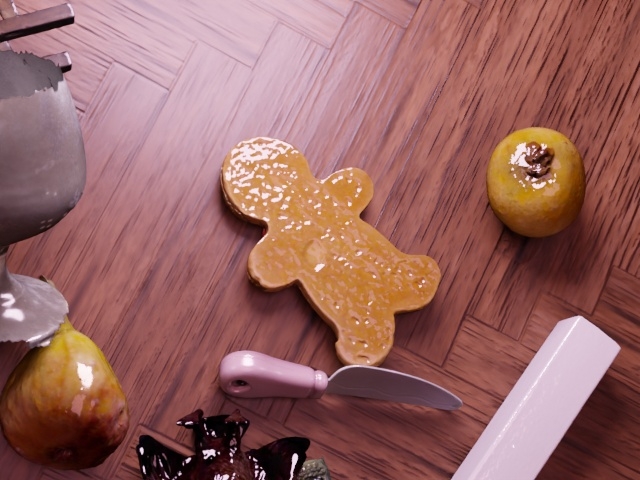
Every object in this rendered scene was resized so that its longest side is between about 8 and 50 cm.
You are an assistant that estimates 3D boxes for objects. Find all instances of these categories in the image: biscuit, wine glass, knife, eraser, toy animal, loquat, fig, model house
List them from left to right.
[{"bbox_3d":[-0.389,-0.051,1.583,0.238,0.238,0.322,0,114,-14],"label":"wine glass"},{"bbox_3d":[-0.323,0.156,1.694,0.159,0.159,0.257,-7,60,-15],"label":"fig"},{"bbox_3d":[-0.120,0.300,1.704,0.219,0.116,0.179,0,75,-8],"label":"toy animal"},{"bbox_3d":[-0.015,0.325,1.754,0.066,0.079,0.083,-15,85,-14],"label":"model house"},{"bbox_3d":[0.000,0.000,1.832,0.340,0.047,0.216,42,71,-1],"label":"biscuit"},{"bbox_3d":[0.033,0.183,1.793,0.336,0.081,0.043,6,50,-14],"label":"knife"},{"bbox_3d":[0.284,0.242,1.842,0.076,0.078,0.298,39,74,-5],"label":"eraser"},{"bbox_3d":[0.295,-0.080,1.867,0.137,0.163,0.163,17,75,21],"label":"loquat"}]

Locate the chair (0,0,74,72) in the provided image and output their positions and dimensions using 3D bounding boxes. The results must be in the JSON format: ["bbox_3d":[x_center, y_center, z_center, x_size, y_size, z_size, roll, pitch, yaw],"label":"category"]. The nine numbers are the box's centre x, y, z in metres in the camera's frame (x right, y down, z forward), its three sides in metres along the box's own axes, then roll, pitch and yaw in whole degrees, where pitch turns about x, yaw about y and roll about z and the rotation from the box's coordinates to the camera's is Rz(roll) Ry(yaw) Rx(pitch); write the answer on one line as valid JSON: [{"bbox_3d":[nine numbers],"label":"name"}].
[{"bbox_3d":[-0.541,-0.265,1.668,0.416,0.203,0.240,-25,84,-16],"label":"chair"}]
